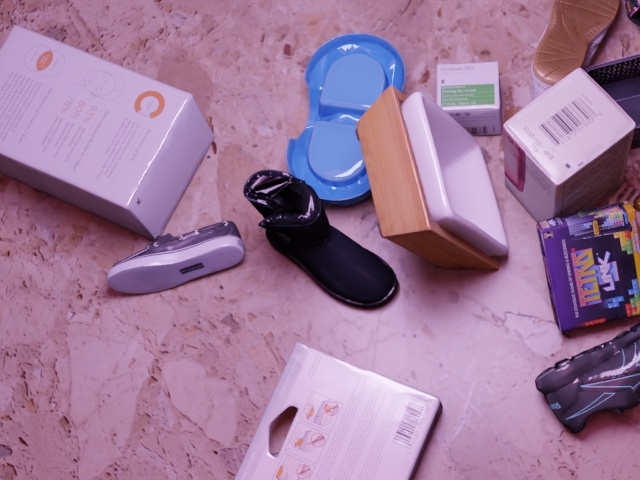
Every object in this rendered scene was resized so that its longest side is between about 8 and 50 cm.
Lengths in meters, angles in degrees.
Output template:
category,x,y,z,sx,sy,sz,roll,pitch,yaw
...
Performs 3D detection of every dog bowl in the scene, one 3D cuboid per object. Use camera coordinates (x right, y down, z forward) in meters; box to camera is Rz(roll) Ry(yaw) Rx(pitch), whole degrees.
category,x,y,z,sx,sy,sz,roll,pitch,yaw
dog bowl,0.046,-0.192,1.892,0.166,0.074,0.297,9,72,12

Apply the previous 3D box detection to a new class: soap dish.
category,x,y,z,sx,sy,sz,roll,pitch,yaw
soap dish,0.168,-0.080,1.735,0.118,0.291,0.228,-21,69,22

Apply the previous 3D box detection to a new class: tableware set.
category,x,y,z,sx,sy,sz,roll,pitch,yaw
tableware set,0.471,-0.007,1.790,0.104,0.024,0.154,35,78,10

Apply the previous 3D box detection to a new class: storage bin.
category,x,y,z,sx,sy,sz,roll,pitch,yaw
storage bin,0.509,-0.222,1.825,0.180,0.084,0.122,-14,69,3

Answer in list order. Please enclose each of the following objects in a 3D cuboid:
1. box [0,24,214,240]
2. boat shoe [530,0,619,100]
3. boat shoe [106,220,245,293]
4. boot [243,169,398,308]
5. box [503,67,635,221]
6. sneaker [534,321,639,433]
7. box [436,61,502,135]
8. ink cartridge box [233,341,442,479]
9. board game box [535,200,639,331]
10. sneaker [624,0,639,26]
category,x,y,z,sx,sy,sz,roll,pitch,yaw
box,-0.386,-0.177,1.904,0.345,0.168,0.215,23,76,16
boat shoe,0.401,-0.321,1.872,0.098,0.096,0.277,28,56,12
boat shoe,-0.236,0.020,1.866,0.229,0.080,0.076,-18,52,6
boot,0.000,0.000,1.762,0.246,0.207,0.094,33,79,17
box,0.368,-0.127,1.734,0.149,0.232,0.127,-37,70,-5
sneaker,0.453,0.187,1.699,0.267,0.101,0.106,-28,82,6
box,0.240,-0.226,1.858,0.101,0.102,0.087,-2,69,10
ink cartridge box,0.021,0.321,1.727,0.239,0.060,0.275,21,76,16
board game box,0.407,0.039,1.718,0.141,0.048,0.170,-14,110,3
sneaker,0.523,-0.396,1.873,0.077,0.072,0.178,-26,69,-25
